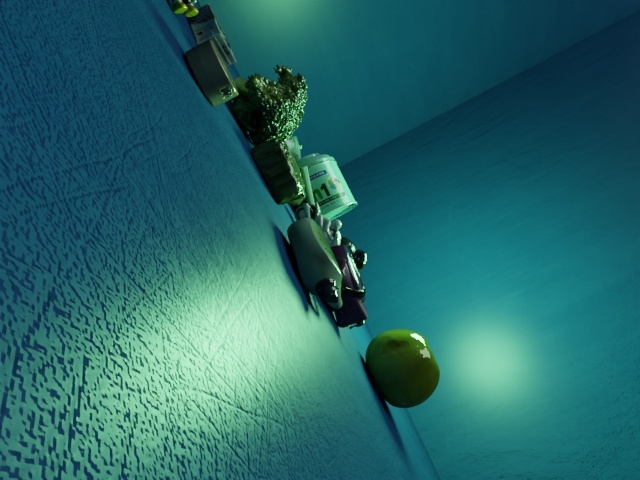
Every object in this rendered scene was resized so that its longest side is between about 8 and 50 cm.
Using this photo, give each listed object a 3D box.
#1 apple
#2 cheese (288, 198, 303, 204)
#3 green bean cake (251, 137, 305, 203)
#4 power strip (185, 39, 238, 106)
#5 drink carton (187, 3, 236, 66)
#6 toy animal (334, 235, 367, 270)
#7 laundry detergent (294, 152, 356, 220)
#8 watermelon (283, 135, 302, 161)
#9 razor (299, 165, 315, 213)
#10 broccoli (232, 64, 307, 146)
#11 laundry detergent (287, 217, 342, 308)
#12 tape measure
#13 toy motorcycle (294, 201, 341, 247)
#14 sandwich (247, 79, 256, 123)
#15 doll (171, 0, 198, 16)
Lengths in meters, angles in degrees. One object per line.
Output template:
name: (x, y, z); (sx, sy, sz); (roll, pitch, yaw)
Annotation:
apple: (0.315, 0.483, 1.554); (0.292, 0.254, 0.292); (62, 8, -16)
cheese: (-0.138, -0.248, 1.761); (0.175, 0.091, 0.202); (-72, 136, -87)
green bean cake: (-0.140, -0.241, 1.447); (0.222, 0.125, 0.227); (-90, 158, -82)
power strip: (-0.281, -0.432, 1.058); (0.154, 0.078, 0.154); (-25, 90, -89)
drink carton: (-0.416, -0.771, 1.544); (0.134, 0.102, 0.222); (62, 4, -60)
toy animal: (0.083, 0.062, 1.953); (0.298, 0.185, 0.122); (41, -7, 39)
laundry detergent: (-0.014, -0.251, 1.988); (0.305, 0.287, 0.287); (64, 3, 5)
watermelon: (-0.160, -0.427, 2.124); (0.188, 0.175, 0.322); (61, 4, -11)
razor: (-0.053, -0.196, 1.830); (0.111, 0.056, 0.278); (-7, -91, 63)
broccoli: (-0.190, -0.516, 1.550); (0.277, 0.317, 0.338); (130, -41, -50)
laundry detergent: (0.001, 0.082, 1.103); (0.215, 0.105, 0.280); (63, 1, -39)
tape measure: (0.061, 0.141, 1.353); (0.245, 0.149, 0.231); (-93, 159, -65)
toy motorcycle: (0.007, -0.038, 1.650); (0.110, 0.171, 0.260); (35, 30, -87)
sandwich: (-0.299, -0.576, 1.843); (0.273, 0.095, 0.249); (63, 3, -13)
doll: (-0.477, -0.851, 1.245); (0.103, 0.145, 0.316); (-15, -83, 55)
